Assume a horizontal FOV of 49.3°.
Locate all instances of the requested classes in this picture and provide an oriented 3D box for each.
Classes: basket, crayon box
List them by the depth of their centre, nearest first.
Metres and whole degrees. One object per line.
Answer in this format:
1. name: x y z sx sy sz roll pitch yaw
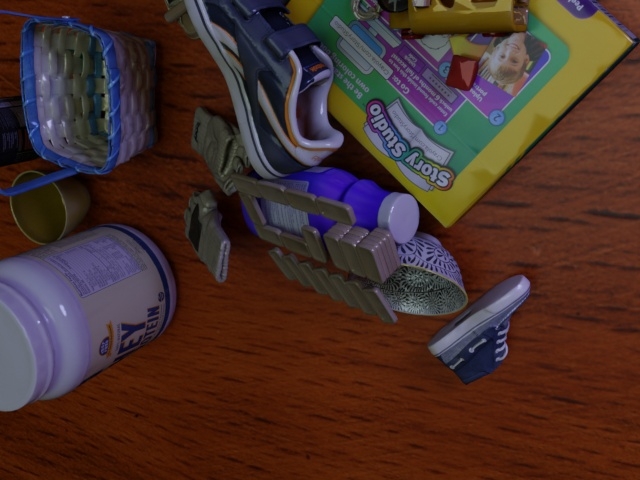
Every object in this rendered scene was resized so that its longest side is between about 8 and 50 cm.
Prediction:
1. crayon box: 0.150 -0.253 0.896 0.363 0.106 0.313 46 120 8
2. basket: -0.390 -0.212 1.063 0.201 0.289 0.254 14 110 22

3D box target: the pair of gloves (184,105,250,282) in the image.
1. pair of gloves: -0.163 -0.075 1.085 0.204 0.042 0.240 36 121 58

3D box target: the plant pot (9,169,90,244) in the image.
1. plant pot: -0.475 -0.068 1.260 0.134 0.095 0.134 7 108 24

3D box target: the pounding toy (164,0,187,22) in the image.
1. pounding toy: -0.209 -0.435 0.938 0.183 0.110 0.236 -15 99 28

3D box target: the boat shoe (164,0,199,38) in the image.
1. boat shoe: -0.222 -0.382 1.069 0.056 0.048 0.153 -15 99 29

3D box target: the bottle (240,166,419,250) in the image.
1. bottle: 0.007 -0.045 0.994 0.283 0.092 0.118 9 115 43

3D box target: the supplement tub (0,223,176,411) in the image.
1. supplement tub: -0.422 0.118 1.160 0.236 0.325 0.235 8 109 24

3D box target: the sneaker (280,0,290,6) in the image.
1. sneaker: -0.052 -0.414 0.934 0.130 0.087 0.227 27 116 -14

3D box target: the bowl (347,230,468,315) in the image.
1. bowl: 0.129 0.037 0.993 0.170 0.170 0.080 1 61 26

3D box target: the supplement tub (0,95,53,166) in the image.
1. supplement tub: -0.546 -0.188 1.204 0.117 0.190 0.117 7 108 23

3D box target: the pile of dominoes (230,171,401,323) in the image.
1. pile of dominoes: 0.000 0.000 0.946 0.251 0.040 0.196 20 142 44

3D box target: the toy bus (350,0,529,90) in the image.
1. toy bus: 0.133 -0.276 0.774 0.191 0.104 0.202 49 120 7

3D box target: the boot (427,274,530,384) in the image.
1. boot: 0.246 0.129 0.996 0.086 0.069 0.190 45 127 -1

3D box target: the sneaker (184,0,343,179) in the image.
1. sneaker: -0.063 -0.242 0.878 0.128 0.126 0.321 -12 107 34
